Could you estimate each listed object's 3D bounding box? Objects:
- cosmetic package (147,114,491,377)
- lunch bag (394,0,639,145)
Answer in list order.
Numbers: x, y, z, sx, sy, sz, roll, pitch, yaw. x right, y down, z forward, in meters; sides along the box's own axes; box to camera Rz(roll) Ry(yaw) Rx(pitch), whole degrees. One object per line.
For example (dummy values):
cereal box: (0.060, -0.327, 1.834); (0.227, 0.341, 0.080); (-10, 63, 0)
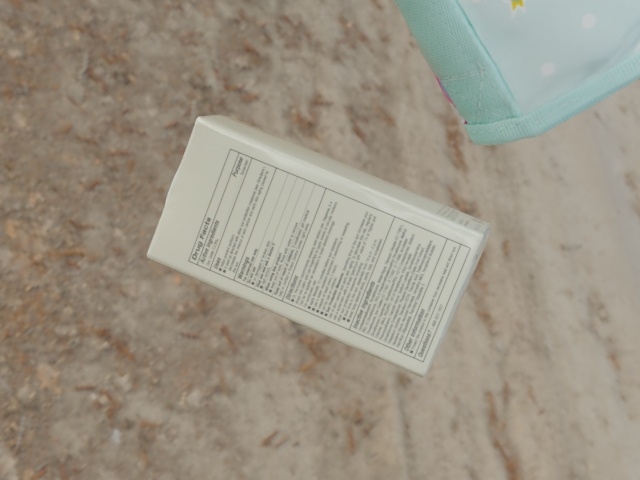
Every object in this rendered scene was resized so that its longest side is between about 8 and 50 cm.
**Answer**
cosmetic package: (0.000, 0.000, 0.460); (0.115, 0.060, 0.041); (25, 11, 8)
lunch bag: (0.086, -0.191, 0.457); (0.262, 0.160, 0.223); (-45, 118, -26)
